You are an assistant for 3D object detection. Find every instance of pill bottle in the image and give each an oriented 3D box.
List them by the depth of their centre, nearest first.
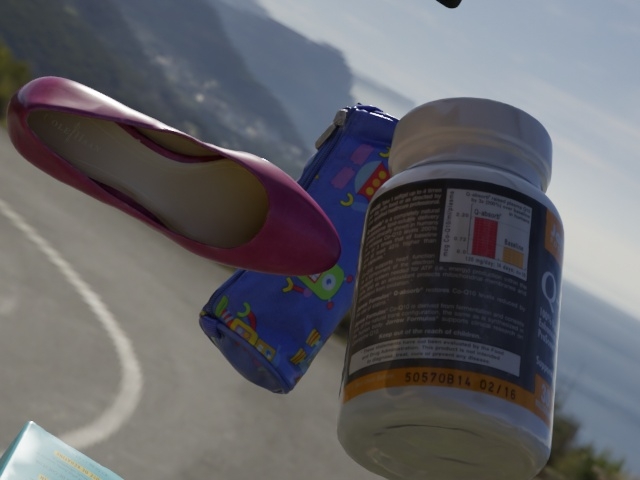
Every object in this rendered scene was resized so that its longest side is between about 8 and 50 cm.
[{"bbox_3d":[0.106,0.039,1.220,0.162,0.278,0.162,7,-29,4],"label":"pill bottle"}]

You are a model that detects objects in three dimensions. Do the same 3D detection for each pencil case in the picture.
[{"bbox_3d":[0.000,0.000,1.561,0.133,0.306,0.119,41,-15,-23],"label":"pencil case"}]

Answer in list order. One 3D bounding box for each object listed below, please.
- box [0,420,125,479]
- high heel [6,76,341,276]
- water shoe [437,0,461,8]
[{"bbox_3d":[-0.190,0.214,1.021,0.100,0.060,0.244,34,17,-9],"label":"box"},{"bbox_3d":[-0.091,-0.036,1.036,0.244,0.082,0.117,33,5,-11],"label":"high heel"},{"bbox_3d":[0.203,-0.301,1.618,0.080,0.203,0.073,69,6,-52],"label":"water shoe"}]
